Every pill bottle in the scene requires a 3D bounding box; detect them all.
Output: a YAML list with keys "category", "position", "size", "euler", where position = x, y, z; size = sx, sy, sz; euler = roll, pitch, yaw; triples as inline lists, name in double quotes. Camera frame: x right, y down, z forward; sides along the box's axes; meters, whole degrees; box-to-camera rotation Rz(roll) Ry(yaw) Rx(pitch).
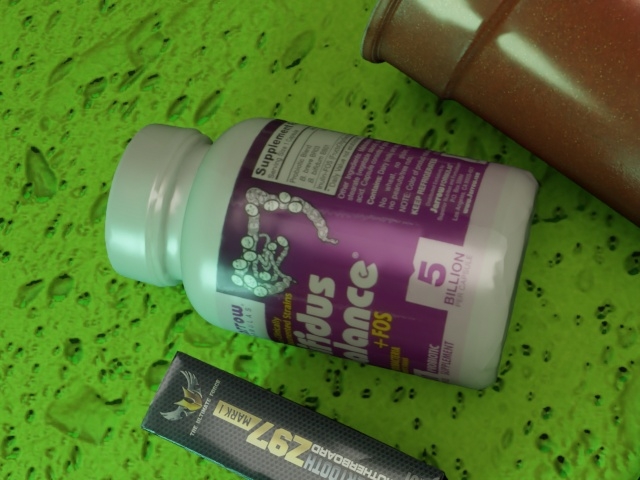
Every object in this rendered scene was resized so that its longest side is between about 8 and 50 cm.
- category: "pill bottle"
  position: [0.000, 0.000, 0.774]
  size: [0.302, 0.169, 0.169]
  euler: [12, 82, 13]

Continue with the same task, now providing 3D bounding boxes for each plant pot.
- category: "plant pot"
  position: [0.214, -0.148, 0.705]
  size: [0.265, 0.272, 0.272]
  euler: [42, 89, 6]

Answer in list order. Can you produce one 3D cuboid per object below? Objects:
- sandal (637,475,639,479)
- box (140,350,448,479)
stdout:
- category: "sandal"
  position: [0.289, 0.196, 0.717]
  size: [0.167, 0.107, 0.445]
  euler: [37, 87, 14]
- category: "box"
  position: [-0.004, 0.154, 0.713]
  size: [0.183, 0.232, 0.059]
  euler: [23, 78, 13]
